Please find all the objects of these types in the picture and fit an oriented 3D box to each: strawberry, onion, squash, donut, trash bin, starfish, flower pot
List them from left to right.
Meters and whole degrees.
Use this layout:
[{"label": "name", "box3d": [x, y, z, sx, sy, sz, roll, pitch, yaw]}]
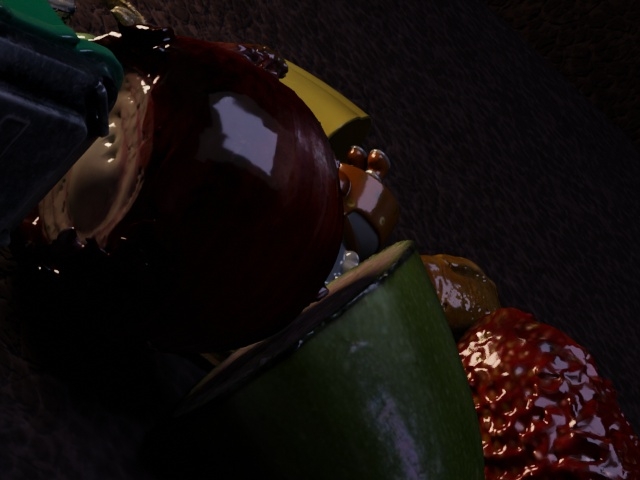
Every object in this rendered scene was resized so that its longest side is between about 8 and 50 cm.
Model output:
[{"label": "trash bin", "box3d": [-0.396, -0.195, 1.599, 0.295, 0.259, 0.381, 19, 31, -52]}, {"label": "starfish", "box3d": [-0.203, -0.184, 2.083, 0.236, 0.062, 0.277, -137, -150, -79]}, {"label": "onion", "box3d": [-0.129, -0.034, 1.730, 0.341, 0.341, 0.341, 42, 22, -22]}, {"label": "flower pot", "box3d": [-0.063, -0.142, 2.292, 0.179, 0.195, 0.195, 43, 19, 12]}, {"label": "squash", "box3d": [0.055, 0.207, 1.777, 0.309, 0.310, 0.310, 53, 20, -3]}, {"label": "donut", "box3d": [0.115, 0.102, 2.193, 0.226, 0.226, 0.113, 27, 41, -48]}, {"label": "strawberry", "box3d": [0.223, 0.267, 2.056, 0.343, 0.292, 0.292, 56, 21, 11]}]

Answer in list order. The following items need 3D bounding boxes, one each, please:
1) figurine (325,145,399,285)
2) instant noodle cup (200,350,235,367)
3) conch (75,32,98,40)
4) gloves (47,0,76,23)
[{"label": "figurine", "box3d": [0.005, 0.003, 2.151, 0.143, 0.143, 0.271, 33, 69, -39]}, {"label": "instant noodle cup", "box3d": [-0.111, 0.010, 1.990, 0.274, 0.091, 0.274, 50, 21, -27]}, {"label": "conch", "box3d": [-0.261, -0.154, 2.003, 0.143, 0.137, 0.250, 25, 0, 4]}, {"label": "gloves", "box3d": [-0.402, -0.337, 1.935, 0.312, 0.135, 0.210, 6, 75, -54]}]
